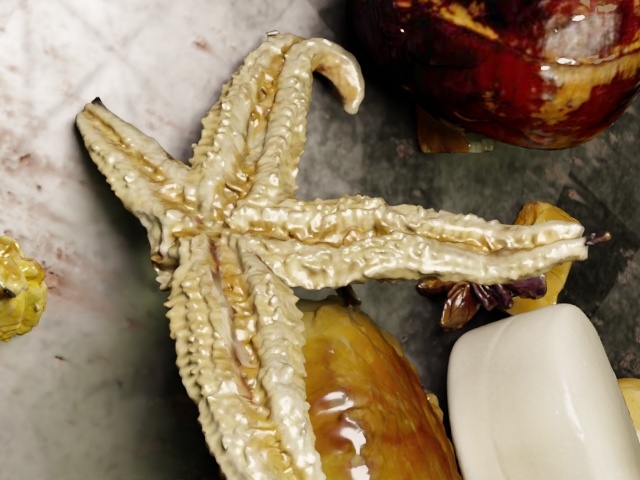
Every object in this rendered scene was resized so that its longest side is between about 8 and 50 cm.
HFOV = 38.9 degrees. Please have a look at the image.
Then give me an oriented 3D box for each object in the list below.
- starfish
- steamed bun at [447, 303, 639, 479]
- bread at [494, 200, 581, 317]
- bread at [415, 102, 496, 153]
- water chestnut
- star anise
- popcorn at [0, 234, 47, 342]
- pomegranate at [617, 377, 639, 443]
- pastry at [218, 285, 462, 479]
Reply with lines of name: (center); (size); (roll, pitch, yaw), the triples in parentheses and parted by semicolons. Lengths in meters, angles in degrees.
starfish: (0.000, 0.000, 0.663); (0.324, 0.432, 0.082); (-20, 140, -23)
steamed bun: (0.211, 0.183, 0.851); (0.164, 0.146, 0.242); (16, 55, -55)
bread: (0.226, 0.026, 0.957); (0.074, 0.053, 0.132); (35, 74, -28)
bread: (0.122, -0.110, 0.887); (0.043, 0.062, 0.109); (-2, 51, -33)
water chestnut: (0.170, -0.216, 0.787); (0.244, 0.289, 0.289); (-15, 102, -50)
star anise: (0.188, 0.026, 0.883); (0.070, 0.190, 0.097); (50, 27, -41)
popcorn: (-0.238, 0.038, 0.666); (0.084, 0.084, 0.084); (-3, 95, -31)
pomegranate: (0.340, 0.239, 0.971); (0.196, 0.196, 0.196); (-3, 95, -31)
pastry: (0.037, 0.199, 0.728); (0.136, 0.330, 0.330); (-26, 112, 15)
